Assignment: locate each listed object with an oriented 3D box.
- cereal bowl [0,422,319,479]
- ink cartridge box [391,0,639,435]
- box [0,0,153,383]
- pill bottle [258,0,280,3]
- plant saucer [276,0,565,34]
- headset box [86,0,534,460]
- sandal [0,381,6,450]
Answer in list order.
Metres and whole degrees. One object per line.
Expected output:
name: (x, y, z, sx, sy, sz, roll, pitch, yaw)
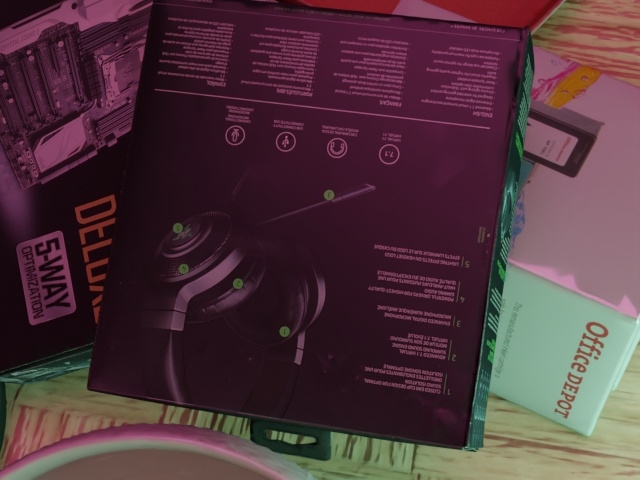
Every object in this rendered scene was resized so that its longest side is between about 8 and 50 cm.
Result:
cereal bowl: (-0.100, 0.278, 0.917, 0.339, 0.141, 0.339, 0, 92, 6)
ink cartridge box: (0.139, -0.017, 1.110, 0.270, 0.198, 0.197, 24, 61, 13)
box: (-0.165, -0.066, 1.109, 0.242, 0.076, 0.307, -17, 75, 18)
pill bottle: (-0.087, -0.149, 1.218, 0.264, 0.146, 0.146, 35, 64, 19)
plant saucer: (0.083, -0.235, 1.298, 0.258, 0.048, 0.259, 29, 46, 16)
headset box: (0.000, 0.000, 0.934, 0.246, 0.131, 0.283, 7, 83, 11)
sandal: (-0.386, 0.216, 1.011, 0.167, 0.107, 0.446, 30, 62, 16)
